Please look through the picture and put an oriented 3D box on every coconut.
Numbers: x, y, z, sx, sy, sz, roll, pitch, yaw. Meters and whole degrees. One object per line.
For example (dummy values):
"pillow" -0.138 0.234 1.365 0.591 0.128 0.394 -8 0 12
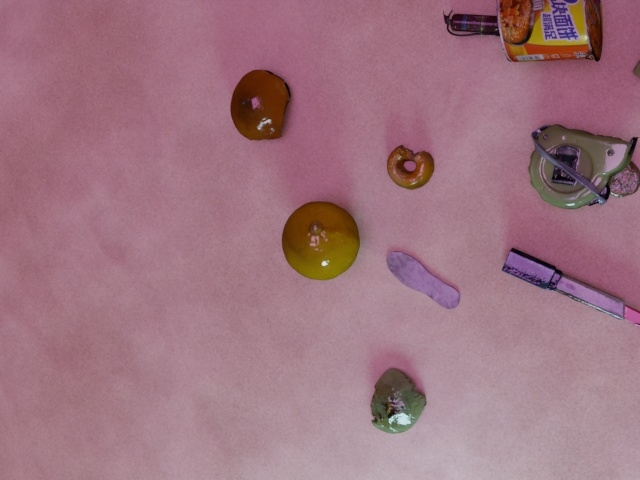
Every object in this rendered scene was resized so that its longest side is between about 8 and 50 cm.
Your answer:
"coconut" 0.176 0.380 1.767 0.133 0.055 0.158 0 98 22

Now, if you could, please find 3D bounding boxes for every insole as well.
"insole" 0.232 0.090 1.735 0.193 0.006 0.065 34 106 13

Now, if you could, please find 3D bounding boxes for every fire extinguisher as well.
"fire extinguisher" 0.322 -0.460 1.618 0.132 0.039 0.056 9 91 19

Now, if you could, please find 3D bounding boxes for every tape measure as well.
"tape measure" 0.512 -0.150 1.543 0.200 0.106 0.175 20 103 26

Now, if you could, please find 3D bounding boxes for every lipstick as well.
"lipstick" 0.538 0.103 1.602 0.312 0.051 0.051 24 104 14

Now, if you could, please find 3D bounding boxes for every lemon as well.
"lemon" 0.000 0.000 1.711 0.178 0.203 0.178 -2 74 8

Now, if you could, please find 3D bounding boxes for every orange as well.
"orange" -0.148 -0.315 1.778 0.160 0.112 0.170 -32 74 21

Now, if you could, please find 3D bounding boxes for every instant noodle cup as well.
"instant noodle cup" 0.449 -0.442 1.493 0.174 0.213 0.213 -3 96 29

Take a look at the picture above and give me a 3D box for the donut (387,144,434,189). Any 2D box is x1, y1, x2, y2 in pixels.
"donut" 0.196 -0.161 1.700 0.108 0.043 0.097 12 100 23

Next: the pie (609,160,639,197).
"pie" 0.614 -0.128 1.560 0.085 0.017 0.085 2 97 20

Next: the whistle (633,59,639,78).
"whistle" 0.717 -0.415 1.425 0.141 0.141 0.294 44 110 10
